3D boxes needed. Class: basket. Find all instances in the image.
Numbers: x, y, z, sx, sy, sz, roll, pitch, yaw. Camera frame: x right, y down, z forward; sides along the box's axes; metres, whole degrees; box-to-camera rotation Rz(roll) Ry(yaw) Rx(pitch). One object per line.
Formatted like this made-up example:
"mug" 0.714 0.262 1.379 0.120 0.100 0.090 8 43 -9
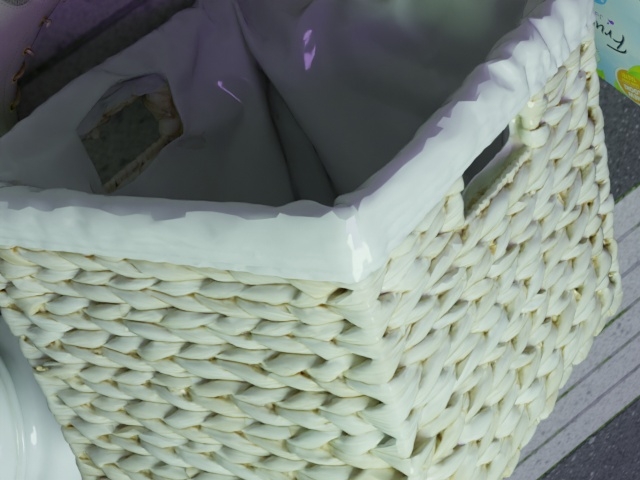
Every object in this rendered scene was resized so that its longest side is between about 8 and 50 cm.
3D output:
"basket" 0.000 0.000 0.935 0.328 0.331 0.266 -46 128 -42

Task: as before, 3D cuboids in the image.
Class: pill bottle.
"pill bottle" -0.179 0.123 1.127 0.283 0.160 0.160 -11 129 -35

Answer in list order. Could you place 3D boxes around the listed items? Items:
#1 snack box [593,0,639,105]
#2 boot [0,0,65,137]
"snack box" 0.239 -0.234 1.181 0.070 0.174 0.207 -35 139 -11
"boot" -0.217 -0.119 0.960 0.165 0.077 0.213 -53 140 5
